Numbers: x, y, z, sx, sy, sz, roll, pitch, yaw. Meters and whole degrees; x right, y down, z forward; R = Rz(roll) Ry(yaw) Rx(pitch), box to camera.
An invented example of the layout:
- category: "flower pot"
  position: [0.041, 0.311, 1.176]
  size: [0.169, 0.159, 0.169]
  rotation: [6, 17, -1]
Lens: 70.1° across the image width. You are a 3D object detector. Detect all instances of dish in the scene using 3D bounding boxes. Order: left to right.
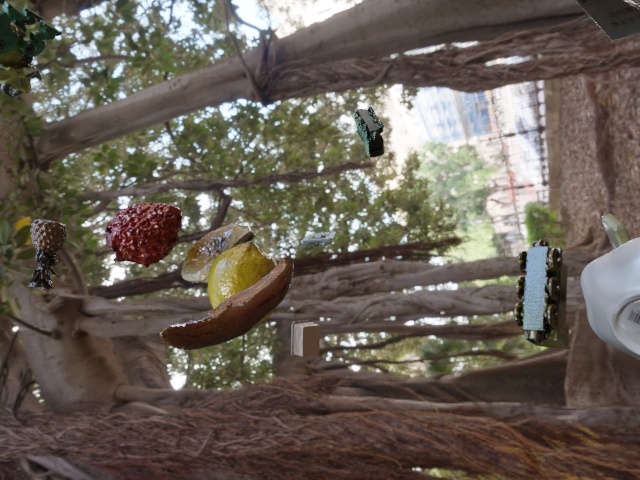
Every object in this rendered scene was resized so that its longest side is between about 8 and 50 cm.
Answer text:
- category: "dish"
  position: [0.415, 0.093, 0.561]
  size: [0.066, 0.191, 0.190]
  rotation: [-30, -68, -42]

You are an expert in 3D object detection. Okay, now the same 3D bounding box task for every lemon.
- category: "lemon"
  position: [-0.179, 0.109, 1.091]
  size: [0.193, 0.181, 0.180]
  rotation: [65, -155, -2]

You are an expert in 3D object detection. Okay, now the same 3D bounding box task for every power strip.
- category: "power strip"
  position: [0.639, 0.024, 0.954]
  size: [0.169, 0.028, 0.076]
  rotation: [57, -159, -16]

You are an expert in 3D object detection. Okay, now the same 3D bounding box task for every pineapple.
- category: "pineapple"
  position: [-0.470, 0.027, 0.776]
  size: [0.058, 0.058, 0.124]
  rotation: [15, -96, -64]

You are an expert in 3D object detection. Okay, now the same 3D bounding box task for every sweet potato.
- category: "sweet potato"
  position: [-0.118, 0.101, 0.646]
  size: [0.255, 0.058, 0.078]
  rotation: [-28, -43, -48]

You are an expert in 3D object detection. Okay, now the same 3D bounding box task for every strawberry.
- category: "strawberry"
  position: [-0.464, -0.030, 1.231]
  size: [0.187, 0.201, 0.184]
  rotation: [42, -163, -45]

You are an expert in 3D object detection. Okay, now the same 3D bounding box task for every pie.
- category: "pie"
  position: [-0.284, 0.032, 1.224]
  size: [0.218, 0.185, 0.052]
  rotation: [-54, -51, -29]

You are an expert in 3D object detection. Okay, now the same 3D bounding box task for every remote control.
- category: "remote control"
  position: [0.000, -0.001, 1.600]
  size: [0.293, 0.103, 0.051]
  rotation: [-30, -66, -84]

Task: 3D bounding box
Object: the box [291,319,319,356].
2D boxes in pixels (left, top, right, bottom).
- category: "box"
  position: [-0.049, 0.337, 1.554]
  size: [0.089, 0.062, 0.122]
  rotation: [1, -89, -35]

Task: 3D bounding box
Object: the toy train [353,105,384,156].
- category: "toy train"
  position: [0.153, -0.352, 1.454]
  size: [0.170, 0.071, 0.111]
  rotation: [-110, 8, -45]

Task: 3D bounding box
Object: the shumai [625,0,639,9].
- category: "shumai"
  position: [0.438, -0.362, 0.519]
  size: [0.218, 0.184, 0.185]
  rotation: [66, -170, 17]

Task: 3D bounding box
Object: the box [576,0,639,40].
- category: "box"
  position: [0.554, -0.503, 0.849]
  size: [0.325, 0.180, 0.047]
  rotation: [25, -95, -27]

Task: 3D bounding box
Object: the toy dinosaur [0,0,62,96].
- category: "toy dinosaur"
  position: [-0.551, -0.343, 0.753]
  size: [0.153, 0.094, 0.259]
  rotation: [-53, -12, 0]

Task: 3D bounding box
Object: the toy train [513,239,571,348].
- category: "toy train"
  position: [0.483, 0.117, 0.982]
  size: [0.137, 0.090, 0.225]
  rotation: [29, -114, -40]
